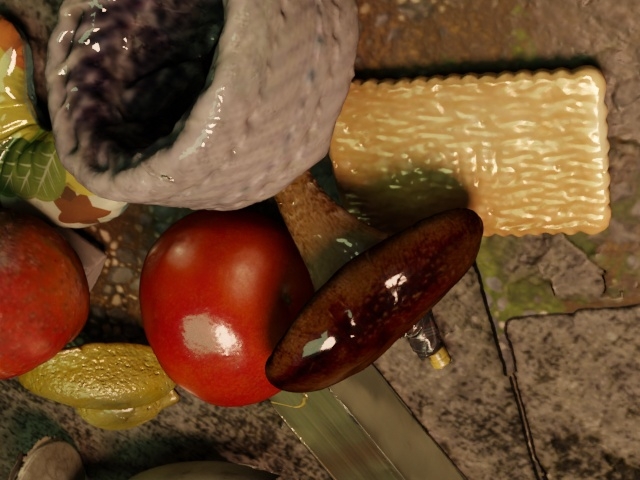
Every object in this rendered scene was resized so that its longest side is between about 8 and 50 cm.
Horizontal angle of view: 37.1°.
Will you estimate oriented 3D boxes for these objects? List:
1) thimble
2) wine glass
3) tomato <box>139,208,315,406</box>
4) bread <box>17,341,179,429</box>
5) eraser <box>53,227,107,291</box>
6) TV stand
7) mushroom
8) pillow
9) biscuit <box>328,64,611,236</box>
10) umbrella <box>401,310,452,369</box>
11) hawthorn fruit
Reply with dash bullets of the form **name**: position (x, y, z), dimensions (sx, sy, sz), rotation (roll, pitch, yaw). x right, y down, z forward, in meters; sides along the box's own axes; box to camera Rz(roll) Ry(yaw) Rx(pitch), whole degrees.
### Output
- **thimble**: position (-0.093, -0.143, 0.771), dimensions (0.217, 0.157, 0.246), rotation (46, 114, 29)
- **wine glass**: position (-0.193, 0.343, 1.128), dimensions (0.356, 0.190, 0.191), rotation (3, 120, 19)
- **tomato**: position (-0.080, 0.063, 0.914), dimensions (0.136, 0.195, 0.195), rotation (-6, 118, 38)
- **bread**: position (-0.248, 0.176, 1.082), dimensions (0.187, 0.065, 0.149), rotation (6, 140, -24)
- **eraser**: position (-0.389, 0.007, 1.055), dimensions (0.270, 0.095, 0.174), rotation (34, 120, -3)
- **TV stand**: position (0.059, 0.222, 1.015), dimensions (0.082, 0.088, 0.270), rotation (-28, 107, 33)
- **mushroom**: position (0.000, 0.000, 0.838), dimensions (0.227, 0.148, 0.217), rotation (-40, 78, -8)
- **pillow**: position (-0.267, -0.115, 0.933), dimensions (0.233, 0.086, 0.214), rotation (11, 112, 32)
- **biscuit**: position (0.127, -0.076, 0.845), dimensions (0.249, 0.030, 0.160), rotation (-1, 120, 21)
- **umbrella**: position (0.085, 0.067, 0.943), dimensions (0.040, 0.037, 0.144), rotation (-28, 104, 18)
- **hawthorn fruit**: position (-0.311, 0.054, 0.923), dimensions (0.172, 0.173, 0.173), rotation (10, 122, 16)
